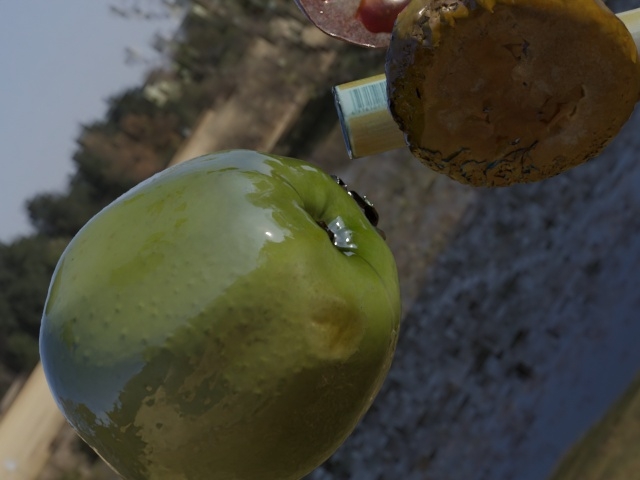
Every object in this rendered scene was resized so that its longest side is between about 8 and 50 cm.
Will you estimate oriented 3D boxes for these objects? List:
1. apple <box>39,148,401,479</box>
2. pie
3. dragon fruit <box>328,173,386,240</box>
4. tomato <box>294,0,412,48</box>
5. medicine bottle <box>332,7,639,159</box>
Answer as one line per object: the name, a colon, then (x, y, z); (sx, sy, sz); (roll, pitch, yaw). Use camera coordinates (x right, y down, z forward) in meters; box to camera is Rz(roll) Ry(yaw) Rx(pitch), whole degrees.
apple: (-0.088, 0.081, 1.757); (0.357, 0.357, 0.357); (-58, 3, 4)
pie: (0.195, -0.160, 1.801); (0.273, 0.273, 0.069); (-57, 17, 27)
dragon fruit: (-0.007, 0.005, 2.269); (0.188, 0.182, 0.182); (-27, -3, -11)
tomato: (0.051, -0.343, 2.343); (0.199, 0.228, 0.112); (-55, 5, -12)
medicine bottle: (0.229, -0.193, 2.103); (0.426, 0.108, 0.108); (-14, 0, 0)
